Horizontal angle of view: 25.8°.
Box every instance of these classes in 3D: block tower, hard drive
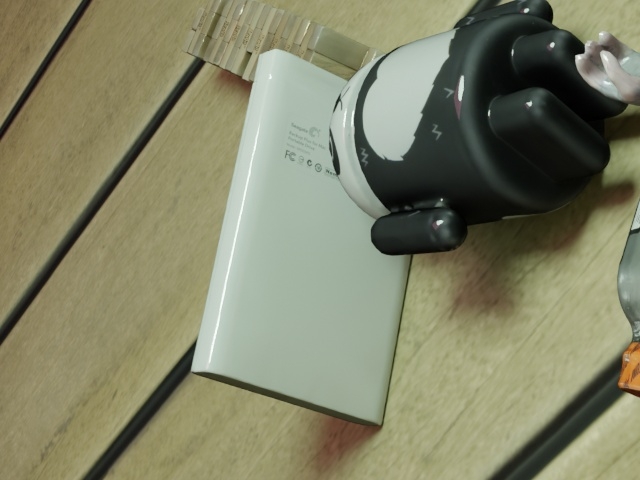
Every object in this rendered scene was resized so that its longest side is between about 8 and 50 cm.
[{"bbox_3d":[-0.047,-0.215,1.608,0.335,0.097,0.091,31,99,56],"label":"block tower"},{"bbox_3d":[0.000,0.000,1.312,0.040,0.203,0.308,-9,65,53],"label":"hard drive"}]

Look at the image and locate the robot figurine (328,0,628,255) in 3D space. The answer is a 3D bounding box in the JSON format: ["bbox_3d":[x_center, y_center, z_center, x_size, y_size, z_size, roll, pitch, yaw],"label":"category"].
[{"bbox_3d":[0.127,-0.100,1.205,0.278,0.209,0.174,-8,104,54],"label":"robot figurine"}]

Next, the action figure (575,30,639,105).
[{"bbox_3d":[0.316,-0.034,0.732,0.370,0.275,0.248,-45,35,10],"label":"action figure"}]

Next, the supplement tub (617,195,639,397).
[{"bbox_3d":[0.306,-0.034,0.888,0.193,0.193,0.316,9,81,57],"label":"supplement tub"}]
